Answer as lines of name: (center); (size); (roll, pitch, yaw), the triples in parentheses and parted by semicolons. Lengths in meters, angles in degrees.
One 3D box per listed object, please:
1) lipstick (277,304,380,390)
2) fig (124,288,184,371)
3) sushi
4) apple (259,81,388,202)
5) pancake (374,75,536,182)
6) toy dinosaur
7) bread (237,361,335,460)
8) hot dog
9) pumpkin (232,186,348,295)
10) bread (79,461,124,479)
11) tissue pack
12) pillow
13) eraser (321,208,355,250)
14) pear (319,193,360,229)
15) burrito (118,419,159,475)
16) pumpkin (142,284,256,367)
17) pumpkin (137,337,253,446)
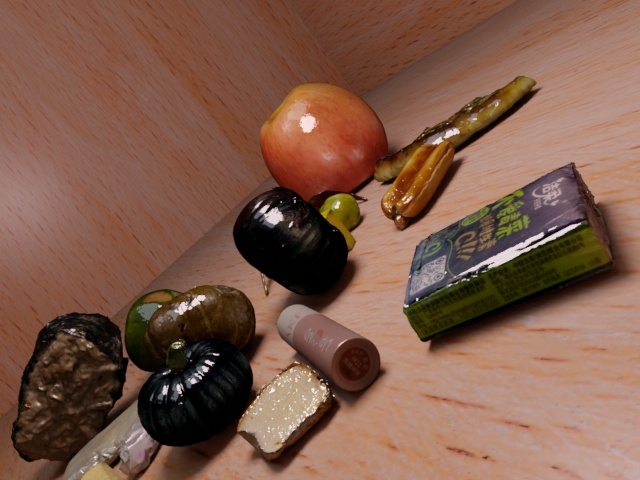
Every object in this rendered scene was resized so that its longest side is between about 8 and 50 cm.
lipstick: (0.002, 0.147, 0.792); (0.070, 0.070, 0.254); (-42, 15, -13)
fig: (-0.341, 0.212, 1.285); (0.245, 0.195, 0.195); (-2, 18, 1)
sushi: (-0.557, 0.334, 1.214); (0.350, 0.211, 0.171); (-63, 26, 12)
apple: (0.001, -0.292, 1.605); (0.364, 0.364, 0.364); (-36, 15, 11)
pancake: (0.318, -0.282, 1.328); (0.427, 0.067, 0.305); (-25, 18, 47)
toy dinosaur: (-0.044, -0.008, 1.362); (0.327, 0.113, 0.206); (-38, -16, -44)
bread: (-0.042, 0.228, 0.720); (0.129, 0.044, 0.126); (-41, 22, -18)
hot dog: (0.204, -0.120, 1.112); (0.100, 0.068, 0.249); (-7, 36, 45)
pumpkin: (-0.056, 0.005, 1.049); (0.163, 0.233, 0.233); (-51, 15, 1)
bread: (-0.340, 0.417, 0.813); (0.125, 0.068, 0.188); (-46, 17, -28)
tissue pack: (0.218, 0.014, 0.664); (0.235, 0.073, 0.173); (-30, 17, 29)
pillow: (-0.408, 0.395, 1.083); (0.229, 0.050, 0.148); (-39, 20, -14)
eraser: (0.000, 0.000, 1.187); (0.122, 0.097, 0.045); (-28, 18, 31)
pear: (0.044, -0.067, 1.279); (0.097, 0.092, 0.092); (0, 31, 20)
burrito: (-0.300, 0.332, 0.988); (0.064, 0.064, 0.203); (-30, 18, 31)
pumpkin: (-0.231, 0.161, 1.045); (0.219, 0.162, 0.219); (-20, -21, -8)
pumpkin: (-0.200, 0.241, 0.870); (0.194, 0.150, 0.194); (-43, -7, -6)
